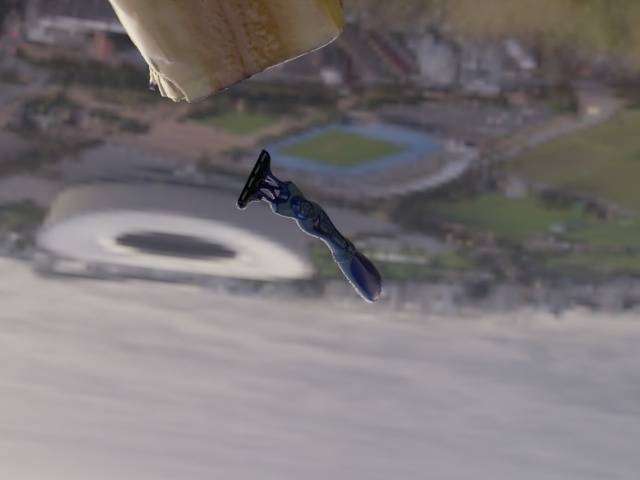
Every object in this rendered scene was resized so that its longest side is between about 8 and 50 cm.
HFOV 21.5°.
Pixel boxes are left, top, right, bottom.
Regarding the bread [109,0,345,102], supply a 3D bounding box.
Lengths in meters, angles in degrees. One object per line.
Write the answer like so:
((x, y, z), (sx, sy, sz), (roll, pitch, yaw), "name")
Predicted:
((-0.068, -0.173, 0.999), (0.134, 0.085, 0.173), (-22, 128, -4), "bread")

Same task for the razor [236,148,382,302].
((0.003, 0.000, 1.145), (0.028, 0.044, 0.154), (4, 149, 44), "razor")
